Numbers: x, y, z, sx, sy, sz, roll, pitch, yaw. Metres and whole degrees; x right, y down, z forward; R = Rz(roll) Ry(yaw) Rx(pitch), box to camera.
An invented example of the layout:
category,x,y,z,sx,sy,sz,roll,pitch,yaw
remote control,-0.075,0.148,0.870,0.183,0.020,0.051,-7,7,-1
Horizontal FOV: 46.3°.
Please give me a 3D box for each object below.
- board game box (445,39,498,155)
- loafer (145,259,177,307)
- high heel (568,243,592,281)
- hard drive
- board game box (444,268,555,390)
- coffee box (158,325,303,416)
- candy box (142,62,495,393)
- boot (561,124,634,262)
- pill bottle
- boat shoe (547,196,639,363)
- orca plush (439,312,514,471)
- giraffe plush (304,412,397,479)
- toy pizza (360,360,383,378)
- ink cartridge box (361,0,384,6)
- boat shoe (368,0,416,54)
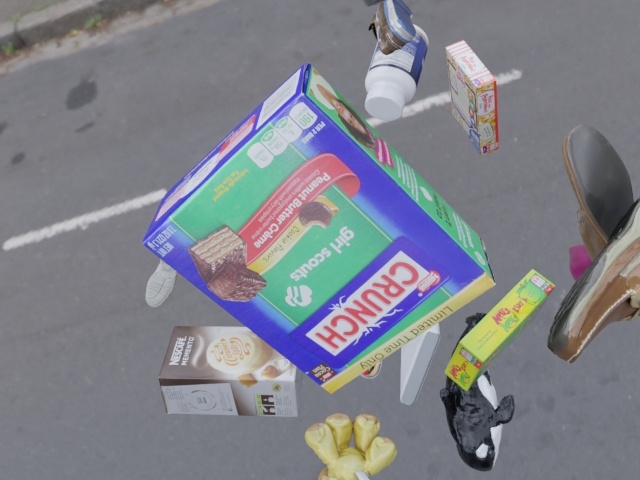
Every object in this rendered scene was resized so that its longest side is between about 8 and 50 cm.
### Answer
category,x,y,z,sx,sy,sz,roll,pitch,yaw
board game box,0.316,-0.294,1.557,0.045,0.193,0.146,-23,52,-2
loafer,-0.257,0.054,1.268,0.045,0.125,0.039,24,12,10
high heel,0.600,-0.028,1.487,0.127,0.377,0.181,-3,49,-21
hard drive,0.251,0.256,1.914,0.040,0.203,0.307,17,19,0
board game box,0.261,0.129,1.088,0.043,0.092,0.181,39,58,21
coffee box,-0.159,0.241,1.390,0.247,0.098,0.141,0,37,4
candy box,0.000,0.000,0.894,0.268,0.317,0.122,-39,23,24
boot,0.468,-0.051,1.274,0.112,0.305,0.115,-35,15,-19
pill bottle,0.135,-0.306,1.365,0.094,0.094,0.169,5,62,26
boat shoe,0.456,0.052,1.089,0.120,0.122,0.324,37,71,14
orca plush,0.271,0.274,1.374,0.151,0.102,0.287,8,88,50
giraffe plush,0.055,0.476,1.505,0.181,0.170,0.210,1,35,-12
toy pizza,0.106,0.294,2.107,0.032,0.201,0.201,-15,37,-30
ink cartridge box,0.094,-0.350,0.909,0.127,0.072,0.175,-19,7,11
boat shoe,0.112,-0.366,1.252,0.066,0.066,0.183,-41,23,26
